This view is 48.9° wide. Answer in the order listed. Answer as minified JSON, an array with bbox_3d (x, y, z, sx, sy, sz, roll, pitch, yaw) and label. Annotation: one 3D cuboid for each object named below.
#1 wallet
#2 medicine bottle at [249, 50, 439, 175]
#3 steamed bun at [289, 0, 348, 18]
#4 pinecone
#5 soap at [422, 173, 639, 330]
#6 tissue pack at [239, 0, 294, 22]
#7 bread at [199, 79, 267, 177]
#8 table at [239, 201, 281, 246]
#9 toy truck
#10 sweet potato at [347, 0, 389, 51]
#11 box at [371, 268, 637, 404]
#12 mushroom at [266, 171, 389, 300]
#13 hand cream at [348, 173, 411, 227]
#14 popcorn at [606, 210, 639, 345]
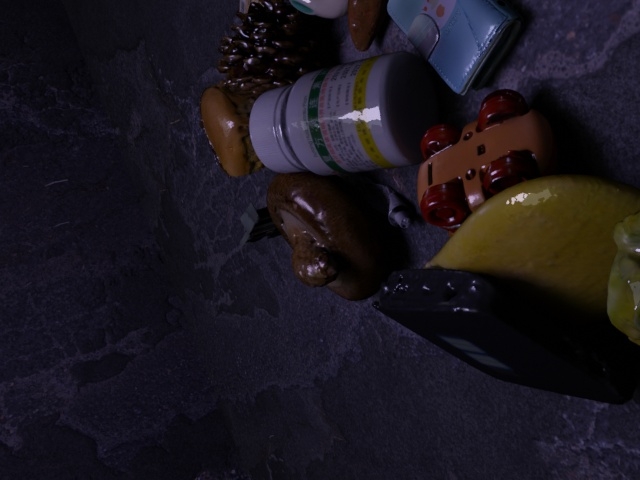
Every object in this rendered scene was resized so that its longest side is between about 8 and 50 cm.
[{"bbox_3d":[0.223,-0.390,1.211,0.251,0.074,0.176,58,144,25],"label":"wallet"},{"bbox_3d":[0.039,-0.234,1.373,0.339,0.208,0.209,-3,105,38],"label":"medicine bottle"},{"bbox_3d":[-0.010,-0.562,1.450,0.228,0.130,0.177,63,147,18],"label":"steamed bun"},{"bbox_3d":[-0.098,-0.411,1.552,0.243,0.243,0.257,37,97,45],"label":"pinecone"},{"bbox_3d":[0.351,0.038,1.075,0.305,0.115,0.427,25,150,-5],"label":"soap"},{"bbox_3d":[-0.123,-0.594,1.660,0.186,0.090,0.222,50,142,39],"label":"tissue pack"},{"bbox_3d":[-0.202,-0.307,1.842,0.162,0.204,0.262,-24,89,63],"label":"bread"},{"bbox_3d":[-0.142,-0.062,1.929,0.063,0.146,0.175,63,148,13],"label":"table"},{"bbox_3d":[0.293,-0.091,1.174,0.264,0.239,0.189,-25,46,38],"label":"toy truck"},{"bbox_3d":[0.092,-0.487,1.358,0.097,0.097,0.252,46,140,37],"label":"sweet potato"},{"bbox_3d":[0.291,0.159,1.175,0.350,0.091,0.359,31,168,-17],"label":"box"},{"bbox_3d":[0.020,-0.014,1.601,0.345,0.238,0.346,167,90,-75],"label":"mushroom"},{"bbox_3d":[0.130,-0.087,1.563,0.257,0.050,0.084,-141,43,-56],"label":"hand cream"},{"bbox_3d":[0.484,0.027,0.783,0.312,0.312,0.313,35,135,46],"label":"popcorn"}]
